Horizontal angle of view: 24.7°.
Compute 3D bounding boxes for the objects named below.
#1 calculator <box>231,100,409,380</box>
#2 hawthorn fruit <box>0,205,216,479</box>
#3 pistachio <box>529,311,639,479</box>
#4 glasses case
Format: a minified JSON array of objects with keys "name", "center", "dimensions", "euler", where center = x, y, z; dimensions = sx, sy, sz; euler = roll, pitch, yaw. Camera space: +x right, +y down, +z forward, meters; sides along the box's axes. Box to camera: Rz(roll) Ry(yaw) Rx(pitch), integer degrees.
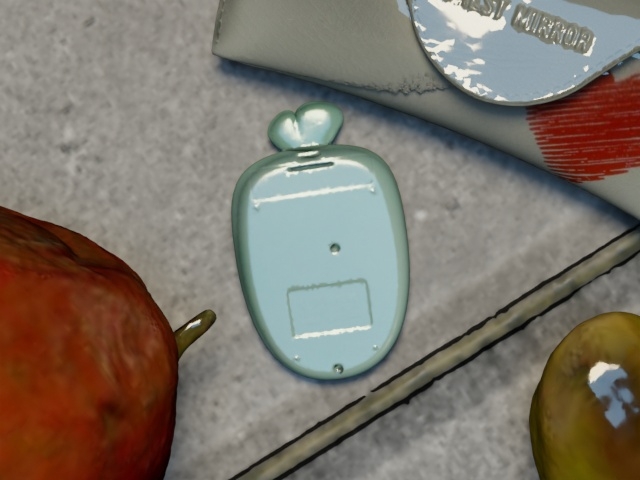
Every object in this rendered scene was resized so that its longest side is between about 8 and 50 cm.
[{"name":"calculator","center":[0.000,0.000,0.797],"dimensions":[0.095,0.021,0.153],"euler":[-7,91,0]},{"name":"hawthorn fruit","center":[-0.173,0.077,0.706],"dimensions":[0.261,0.224,0.224],"euler":[-7,87,-13]},{"name":"pistachio","center":[0.173,0.124,0.756],"dimensions":[0.110,0.100,0.189],"euler":[-33,97,21]},{"name":"glasses case","center":[0.090,-0.110,0.770],"dimensions":[0.308,0.083,0.128],"euler":[22,87,2]}]
